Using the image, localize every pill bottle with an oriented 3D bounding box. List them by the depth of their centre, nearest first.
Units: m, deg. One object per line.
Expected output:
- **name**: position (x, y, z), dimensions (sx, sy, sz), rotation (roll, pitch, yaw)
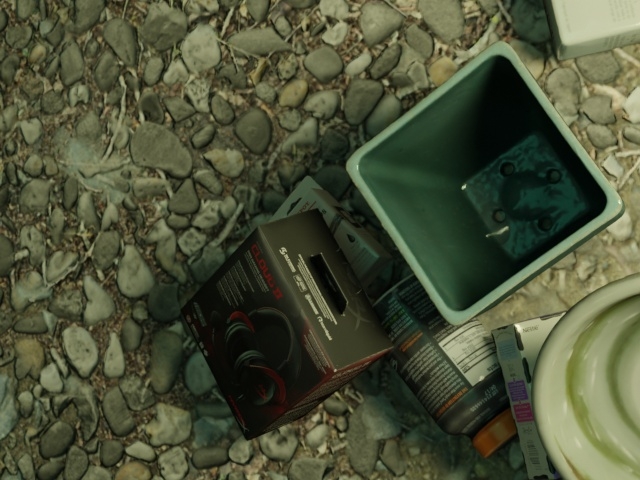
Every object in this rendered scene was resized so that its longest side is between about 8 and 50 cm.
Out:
- **pill bottle**: position (0.175, 0.165, 1.649), dimensions (0.130, 0.130, 0.245), rotation (-42, 73, 16)

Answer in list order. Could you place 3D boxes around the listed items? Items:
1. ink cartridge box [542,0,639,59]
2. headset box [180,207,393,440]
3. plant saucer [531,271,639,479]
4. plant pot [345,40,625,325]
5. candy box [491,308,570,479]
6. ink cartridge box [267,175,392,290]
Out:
- **ink cartridge box**: position (0.457, -0.425, 1.594), dimensions (0.385, 0.091, 0.308), rotation (-12, 83, 5)
- **headset box**: position (-0.045, 0.110, 1.684), dimensions (0.293, 0.110, 0.218), rotation (-43, 71, 49)
- **plant saucer**: position (0.441, 0.182, 1.400), dimensions (0.400, 0.100, 0.400), rotation (12, 124, 18)
- **plant pot**: position (0.228, -0.063, 1.567), dimensions (0.248, 0.252, 0.247), rotation (-37, 76, 17)
- **candy box**: position (0.322, 0.185, 1.572), dimensions (0.165, 0.070, 0.196), rotation (-12, 82, -19)
- **ink cartridge box**: position (0.000, 0.000, 1.765), dimensions (0.180, 0.060, 0.104), rotation (45, 105, 18)
